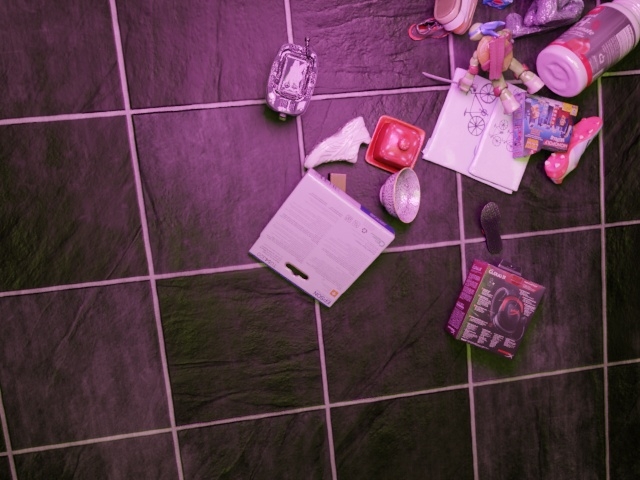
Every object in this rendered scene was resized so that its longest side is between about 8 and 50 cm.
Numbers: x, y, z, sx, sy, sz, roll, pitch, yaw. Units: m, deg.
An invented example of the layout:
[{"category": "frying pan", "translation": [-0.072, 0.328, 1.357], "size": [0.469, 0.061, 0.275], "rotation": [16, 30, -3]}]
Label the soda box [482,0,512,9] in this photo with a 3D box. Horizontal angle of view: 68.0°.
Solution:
[{"category": "soda box", "translation": [0.567, -0.831, 1.450], "size": [0.071, 0.067, 0.210], "rotation": [13, 94, -8]}]

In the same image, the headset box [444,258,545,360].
[{"category": "headset box", "translation": [0.573, 0.210, 1.550], "size": [0.218, 0.110, 0.293], "rotation": [21, 94, -9]}]

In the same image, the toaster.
[{"category": "toaster", "translation": [-0.083, -0.464, 1.375], "size": [0.129, 0.146, 0.226], "rotation": [13, 96, -9]}]

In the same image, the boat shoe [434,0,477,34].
[{"category": "boat shoe", "translation": [0.416, -0.758, 1.419], "size": [0.103, 0.113, 0.302], "rotation": [25, 77, -39]}]

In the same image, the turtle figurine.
[{"category": "turtle figurine", "translation": [0.514, -0.519, 1.419], "size": [0.266, 0.275, 0.198], "rotation": [47, 66, -9]}]

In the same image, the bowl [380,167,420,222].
[{"category": "bowl", "translation": [0.236, -0.139, 1.471], "size": [0.080, 0.170, 0.170], "rotation": [3, 99, 37]}]

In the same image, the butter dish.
[{"category": "butter dish", "translation": [0.240, -0.291, 1.449], "size": [0.160, 0.118, 0.159], "rotation": [20, 95, -9]}]

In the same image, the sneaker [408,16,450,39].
[{"category": "sneaker", "translation": [0.353, -0.652, 1.446], "size": [0.158, 0.065, 0.061], "rotation": [-20, 99, -4]}]

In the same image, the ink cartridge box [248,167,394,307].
[{"category": "ink cartridge box", "translation": [0.000, 0.000, 1.460], "size": [0.324, 0.071, 0.330], "rotation": [36, 115, -9]}]

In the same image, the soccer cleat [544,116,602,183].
[{"category": "soccer cleat", "translation": [0.827, -0.296, 1.548], "size": [0.248, 0.083, 0.095], "rotation": [-48, 131, -5]}]

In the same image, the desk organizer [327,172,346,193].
[{"category": "desk organizer", "translation": [0.049, -0.144, 1.480], "size": [0.050, 0.047, 0.130], "rotation": [2, 97, -9]}]

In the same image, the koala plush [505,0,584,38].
[{"category": "koala plush", "translation": [0.674, -0.750, 1.422], "size": [0.203, 0.196, 0.221], "rotation": [-15, 98, -16]}]

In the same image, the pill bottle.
[{"category": "pill bottle", "translation": [0.845, -0.605, 1.454], "size": [0.318, 0.176, 0.176], "rotation": [-39, 99, -1]}]

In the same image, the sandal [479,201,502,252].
[{"category": "sandal", "translation": [0.557, -0.044, 1.560], "size": [0.067, 0.040, 0.179], "rotation": [-16, 113, 1]}]

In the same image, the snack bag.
[{"category": "snack bag", "translation": [0.530, -0.356, 1.517], "size": [0.343, 0.037, 0.323], "rotation": [20, 94, -8]}]

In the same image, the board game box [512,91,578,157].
[{"category": "board game box", "translation": [0.686, -0.344, 1.492], "size": [0.194, 0.060, 0.194], "rotation": [12, 95, -11]}]

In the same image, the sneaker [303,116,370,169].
[{"category": "sneaker", "translation": [0.058, -0.273, 1.446], "size": [0.232, 0.090, 0.115], "rotation": [-35, 103, -1]}]
